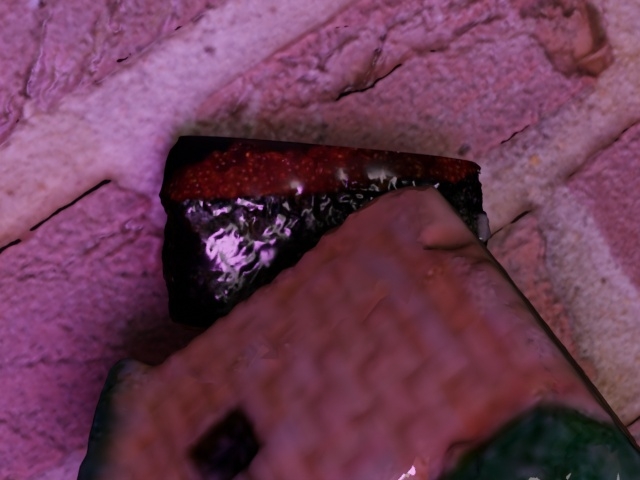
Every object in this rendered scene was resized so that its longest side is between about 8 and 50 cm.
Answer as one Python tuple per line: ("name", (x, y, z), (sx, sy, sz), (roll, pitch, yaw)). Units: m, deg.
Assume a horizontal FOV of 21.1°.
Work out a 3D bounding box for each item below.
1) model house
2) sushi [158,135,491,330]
("model house", (0.053, 0.218, 1.037), (0.342, 0.335, 0.382), (-36, 133, 5))
("sushi", (0.000, 0.000, 1.145), (0.225, 0.136, 0.126), (3, 90, -19))
